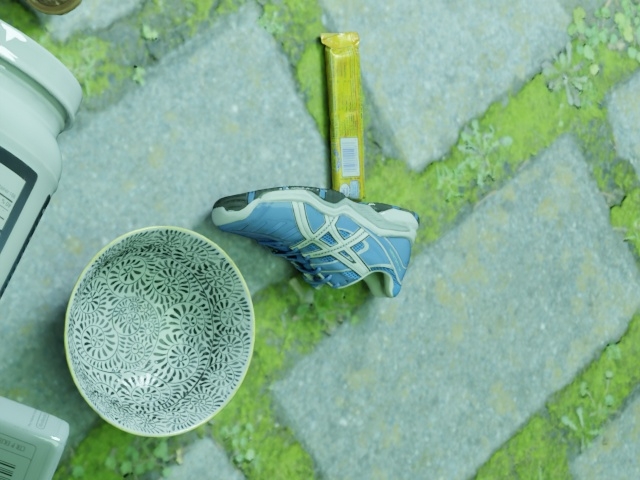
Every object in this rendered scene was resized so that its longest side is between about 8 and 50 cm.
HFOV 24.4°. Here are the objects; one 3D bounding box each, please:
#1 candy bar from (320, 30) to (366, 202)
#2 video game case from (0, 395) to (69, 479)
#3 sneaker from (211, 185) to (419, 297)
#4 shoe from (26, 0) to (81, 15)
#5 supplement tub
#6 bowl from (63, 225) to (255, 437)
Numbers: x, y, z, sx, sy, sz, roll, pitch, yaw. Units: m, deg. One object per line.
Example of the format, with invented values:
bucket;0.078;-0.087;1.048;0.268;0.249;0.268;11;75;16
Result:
candy bar;0.022;-0.111;1.357;0.040;0.018;0.161;-4;92;-30
video game case;-0.356;0.206;0.949;0.300;0.036;0.329;22;107;-7
sneaker;0.000;0.000;1.306;0.211;0.080;0.081;10;81;-32
shoe;-0.253;-0.276;1.161;0.076;0.058;0.219;-27;102;4
supplement tub;-0.301;-0.022;1.043;0.191;0.191;0.272;32;73;-29
bowl;-0.146;0.073;1.210;0.170;0.080;0.170;0;89;-34
